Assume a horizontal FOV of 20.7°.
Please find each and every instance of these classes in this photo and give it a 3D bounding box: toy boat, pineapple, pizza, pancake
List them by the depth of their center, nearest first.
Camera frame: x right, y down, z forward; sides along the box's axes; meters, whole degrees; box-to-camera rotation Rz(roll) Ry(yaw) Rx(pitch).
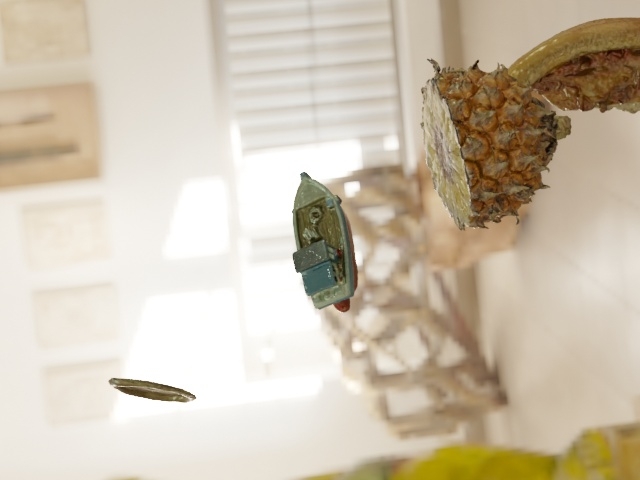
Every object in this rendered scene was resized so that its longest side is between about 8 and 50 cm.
[{"bbox_3d":[0.186,-0.104,1.763,0.161,0.137,0.176,-118,17,-57],"label":"pineapple"},{"bbox_3d":[0.000,0.000,2.042,0.059,0.069,0.173,28,-134,-51],"label":"toy boat"},{"bbox_3d":[-0.203,0.181,2.121,0.115,0.115,0.011,119,160,-75],"label":"pancake"},{"bbox_3d":[0.364,-0.214,2.172,0.056,0.271,0.134,-97,9,-60],"label":"pizza"}]
